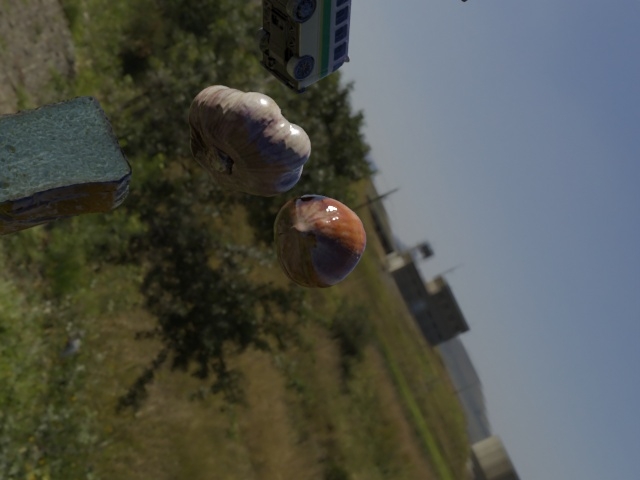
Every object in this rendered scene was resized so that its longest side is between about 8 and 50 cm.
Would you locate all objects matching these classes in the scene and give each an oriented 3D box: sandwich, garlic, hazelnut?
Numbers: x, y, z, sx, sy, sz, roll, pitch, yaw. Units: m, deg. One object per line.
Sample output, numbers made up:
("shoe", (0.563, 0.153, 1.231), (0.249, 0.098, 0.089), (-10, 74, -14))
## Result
("sandwich", (-0.372, -0.104, 1.371), (0.186, 0.215, 0.065), (56, -31, 30))
("garlic", (-0.095, -0.115, 1.242), (0.159, 0.102, 0.147), (35, -29, 11))
("hazelnut", (0.000, 0.000, 1.893), (0.182, 0.182, 0.182), (-25, 90, -88))

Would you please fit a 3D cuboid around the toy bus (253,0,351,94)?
("toy bus", (-0.025, -0.474, 2.108), (0.143, 0.179, 0.305), (44, -31, 33))
